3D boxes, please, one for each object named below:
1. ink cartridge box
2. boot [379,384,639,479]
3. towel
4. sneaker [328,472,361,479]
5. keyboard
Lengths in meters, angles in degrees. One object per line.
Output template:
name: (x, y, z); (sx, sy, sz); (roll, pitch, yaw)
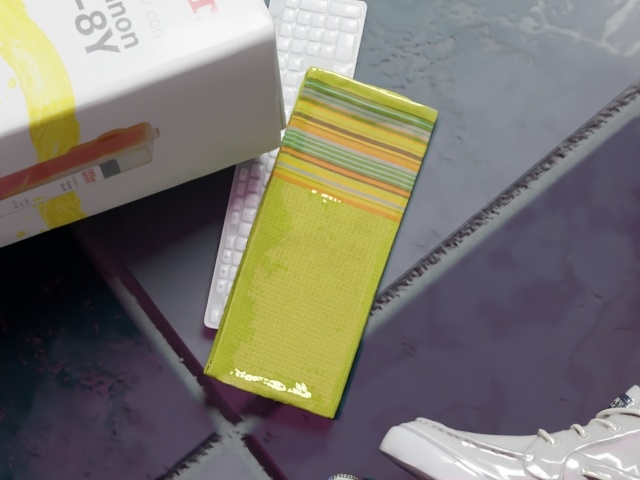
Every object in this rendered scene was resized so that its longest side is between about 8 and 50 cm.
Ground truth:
ink cartridge box: (-0.249, -0.149, 1.299); (0.384, 0.160, 0.279); (-20, 66, -10)
boot: (0.178, 0.150, 1.271); (0.258, 0.095, 0.123); (26, 81, 7)
towel: (0.000, 0.000, 1.356); (0.102, 0.021, 0.237); (18, 85, 7)
sneaker: (-0.033, 0.242, 1.310); (0.221, 0.083, 0.087); (-34, 47, 10)
keyboard: (-0.025, -0.056, 1.383); (0.072, 0.014, 0.256); (10, 84, 14)
